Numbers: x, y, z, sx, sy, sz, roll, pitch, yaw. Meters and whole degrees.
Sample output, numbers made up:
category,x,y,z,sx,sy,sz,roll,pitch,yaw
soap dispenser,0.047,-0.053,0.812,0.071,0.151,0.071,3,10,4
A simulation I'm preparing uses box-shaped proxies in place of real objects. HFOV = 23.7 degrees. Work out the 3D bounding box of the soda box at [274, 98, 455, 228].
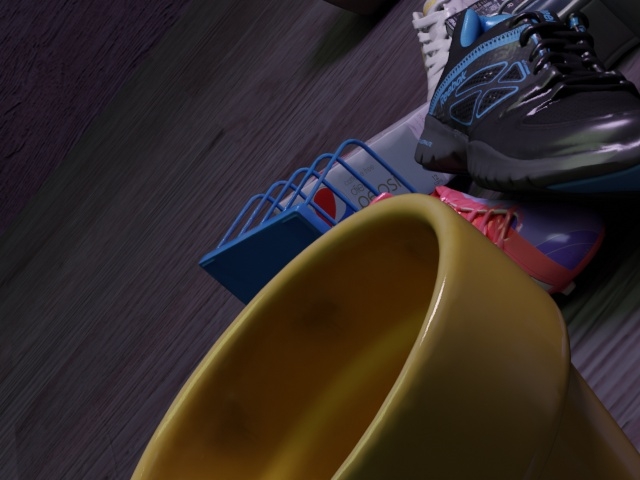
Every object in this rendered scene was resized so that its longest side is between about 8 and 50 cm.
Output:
category,x,y,z,sx,sy,sz,roll,pitch,yaw
soda box,0.052,-0.057,1.437,0.216,0.069,0.074,-32,6,48

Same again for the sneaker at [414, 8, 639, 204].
category,x,y,z,sx,sy,sz,roll,pitch,yaw
sneaker,0.161,-0.103,1.115,0.341,0.125,0.139,-157,74,-67

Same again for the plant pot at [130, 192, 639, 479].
category,x,y,z,sx,sy,sz,roll,pitch,yaw
plant pot,0.061,0.146,0.759,0.254,0.239,0.254,-45,18,19

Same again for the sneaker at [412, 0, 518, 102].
category,x,y,z,sx,sy,sz,roll,pitch,yaw
sneaker,0.130,-0.189,1.498,0.087,0.092,0.228,-36,24,35

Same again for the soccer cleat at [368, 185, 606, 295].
category,x,y,z,sx,sy,sz,roll,pitch,yaw
soccer cleat,0.118,-0.003,1.149,0.083,0.095,0.248,-56,19,-15

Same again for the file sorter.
category,x,y,z,sx,sy,sz,roll,pitch,yaw
file sorter,0.000,0.000,1.331,0.170,0.118,0.104,-27,27,54

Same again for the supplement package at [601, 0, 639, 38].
category,x,y,z,sx,sy,sz,roll,pitch,yaw
supplement package,0.287,-0.225,1.042,0.177,0.175,0.293,-48,18,4

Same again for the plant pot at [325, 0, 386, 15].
category,x,y,z,sx,sy,sz,roll,pitch,yaw
plant pot,0.049,-0.422,1.964,0.263,0.263,0.229,-108,42,-69

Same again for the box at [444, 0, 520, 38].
category,x,y,z,sx,sy,sz,roll,pitch,yaw
box,0.165,-0.191,1.423,0.067,0.018,0.083,-31,56,-9

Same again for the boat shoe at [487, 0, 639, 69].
category,x,y,z,sx,sy,sz,roll,pitch,yaw
boat shoe,0.198,-0.174,1.297,0.254,0.095,0.079,-43,21,20
